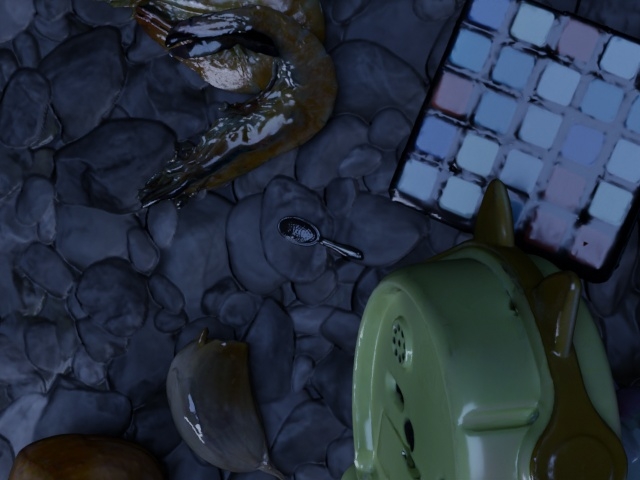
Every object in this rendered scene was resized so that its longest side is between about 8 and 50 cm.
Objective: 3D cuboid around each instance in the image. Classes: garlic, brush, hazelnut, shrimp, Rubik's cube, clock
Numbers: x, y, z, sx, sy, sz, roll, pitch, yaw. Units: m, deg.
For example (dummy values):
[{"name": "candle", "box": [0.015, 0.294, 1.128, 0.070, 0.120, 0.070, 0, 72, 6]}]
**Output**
[{"name": "garlic", "box": [-0.091, 0.151, 1.284, 0.084, 0.066, 0.152, -14, 87, 10]}, {"name": "brush", "box": [0.000, 0.000, 1.289, 0.083, 0.008, 0.024, 23, 93, 11]}, {"name": "hazelnut", "box": [-0.205, 0.243, 1.289, 0.150, 0.150, 0.150, 0, 92, 12]}, {"name": "shrimp", "box": [-0.094, -0.113, 1.259, 0.219, 0.046, 0.152, -35, 119, 15]}, {"name": "Rubik's cube", "box": [0.180, -0.084, 1.159, 0.182, 0.184, 0.187, 23, 95, 11]}, {"name": "clock", "box": [0.106, 0.142, 1.032, 0.117, 0.286, 0.348, -3, 119, -15]}, {"name": "shrimp", "box": [-0.101, -0.194, 1.285, 0.217, 0.051, 0.115, 12, 97, 9]}]

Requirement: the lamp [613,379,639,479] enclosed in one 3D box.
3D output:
[{"name": "lamp", "box": [0.308, 0.178, 1.137, 0.301, 0.247, 0.247, -18, 130, -4]}]
